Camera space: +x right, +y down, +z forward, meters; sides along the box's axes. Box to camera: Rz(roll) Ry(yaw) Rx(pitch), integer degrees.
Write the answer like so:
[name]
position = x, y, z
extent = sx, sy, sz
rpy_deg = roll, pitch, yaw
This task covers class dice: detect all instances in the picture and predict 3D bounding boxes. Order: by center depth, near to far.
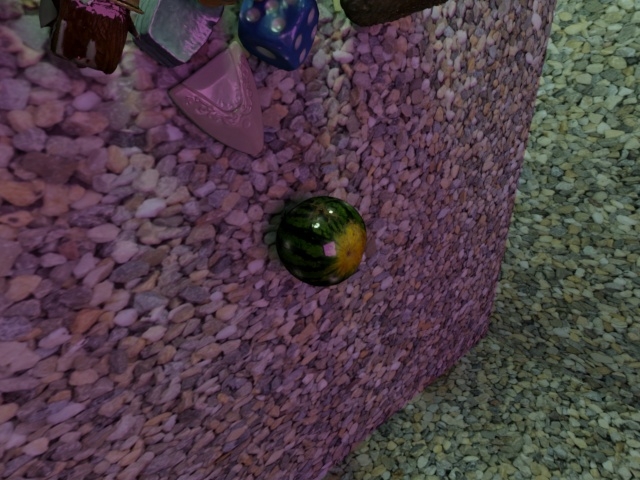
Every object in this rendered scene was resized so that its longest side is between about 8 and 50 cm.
[dice]
position = -0.091, -0.477, 0.909
extent = 0.146, 0.143, 0.146
rpy_deg = 21, 93, -84

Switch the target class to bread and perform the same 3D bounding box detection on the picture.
[bread]
position = -0.363, -0.386, 0.659
extent = 0.142, 0.224, 0.212
rpy_deg = 3, 121, -39

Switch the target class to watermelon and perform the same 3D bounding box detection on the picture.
[watermelon]
position = 0.004, 0.003, 1.180
extent = 0.268, 0.269, 0.269
rpy_deg = -21, 122, -38

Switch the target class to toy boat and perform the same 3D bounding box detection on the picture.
[toy boat]
position = -0.263, -0.490, 0.814
extent = 0.127, 0.078, 0.283
rpy_deg = 29, 87, -44

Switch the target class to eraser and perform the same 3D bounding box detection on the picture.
[eraser]
position = -0.204, -0.306, 0.966
extent = 0.204, 0.059, 0.243
rpy_deg = -48, 131, -18

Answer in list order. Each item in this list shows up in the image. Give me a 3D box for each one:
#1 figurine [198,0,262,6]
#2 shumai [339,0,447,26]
[figurine]
position = -0.109, -0.520, 0.722
extent = 0.194, 0.274, 0.133
rpy_deg = -33, 105, -63
[shumai]
position = 0.206, -0.756, 1.027
extent = 0.397, 0.324, 0.324
rpy_deg = -28, 111, -40
